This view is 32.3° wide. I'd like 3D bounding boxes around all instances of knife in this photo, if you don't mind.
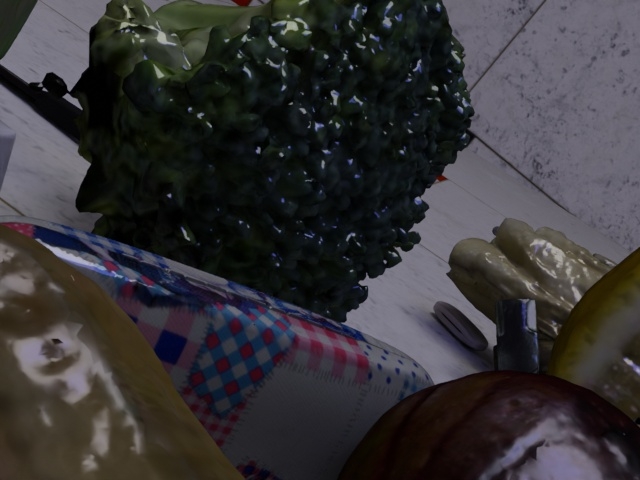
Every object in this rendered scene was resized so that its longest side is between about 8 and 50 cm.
[{"bbox_3d":[-0.294,-0.153,1.135,0.230,0.028,0.060,34,2,18],"label":"knife"}]

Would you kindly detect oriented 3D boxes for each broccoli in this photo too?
[{"bbox_3d":[-0.058,-0.106,0.834,0.281,0.347,0.293,31,5,43],"label":"broccoli"}]

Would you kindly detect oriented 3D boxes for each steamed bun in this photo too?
[{"bbox_3d":[0.356,0.127,1.194,0.428,0.189,0.247,39,-16,25],"label":"steamed bun"}]

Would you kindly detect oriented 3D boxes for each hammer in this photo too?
[{"bbox_3d":[0.348,0.104,1.045,0.365,0.111,0.043,-4,-21,10],"label":"hammer"}]

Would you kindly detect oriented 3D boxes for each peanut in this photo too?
[{"bbox_3d":[-0.097,0.112,0.430,0.291,0.143,0.159,44,10,23],"label":"peanut"}]

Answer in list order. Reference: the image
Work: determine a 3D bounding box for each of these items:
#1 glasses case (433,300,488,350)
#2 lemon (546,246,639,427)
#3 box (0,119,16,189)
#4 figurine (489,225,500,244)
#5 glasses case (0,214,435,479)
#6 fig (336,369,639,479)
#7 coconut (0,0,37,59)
[{"bbox_3d":[0.156,0.095,1.231,0.032,0.021,0.083,22,18,-42],"label":"glasses case"},{"bbox_3d":[0.350,0.140,0.851,0.364,0.364,0.364,30,15,-9],"label":"lemon"},{"bbox_3d":[-0.336,-0.077,0.555,0.333,0.145,0.173,37,17,17],"label":"box"},{"bbox_3d":[0.296,0.062,1.504,0.197,0.093,0.147,40,37,0],"label":"figurine"},{"bbox_3d":[-0.071,0.082,0.605,0.327,0.125,0.076,22,19,-33],"label":"glasses case"},{"bbox_3d":[0.071,0.167,0.533,0.249,0.186,0.203,-2,56,-51],"label":"fig"},{"bbox_3d":[-0.342,-0.285,0.858,0.328,0.328,0.281,35,17,10],"label":"coconut"}]
